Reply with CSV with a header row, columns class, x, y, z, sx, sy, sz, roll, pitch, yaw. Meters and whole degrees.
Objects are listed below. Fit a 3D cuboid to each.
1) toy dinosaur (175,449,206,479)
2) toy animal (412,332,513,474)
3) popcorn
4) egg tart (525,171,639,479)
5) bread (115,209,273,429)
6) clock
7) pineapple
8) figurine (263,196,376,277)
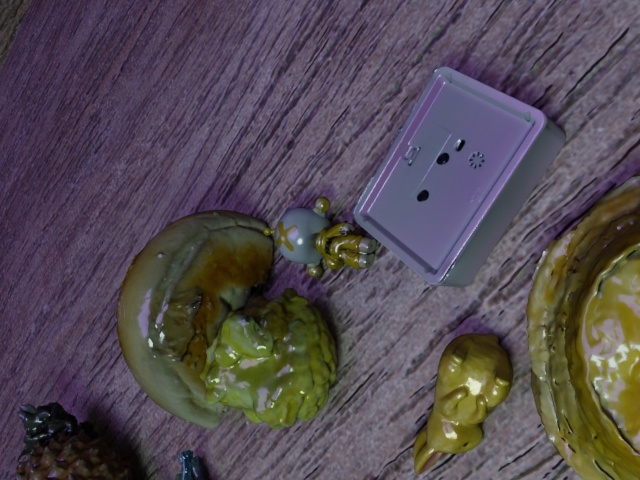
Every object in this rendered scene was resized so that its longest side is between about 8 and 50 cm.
class,x,y,z,sx,sy,sz,roll,pitch,yaw
toy dinosaur,-0.196,0.401,0.826,0.363,0.077,0.147,-41,63,25
toy animal,0.137,0.173,0.575,0.070,0.083,0.159,24,112,17
popcorn,-0.066,0.149,0.703,0.174,0.142,0.173,0,84,-1
egg tart,0.293,0.079,0.399,0.341,0.129,0.340,-12,72,42
bread,-0.195,0.104,0.802,0.171,0.192,0.313,2,84,42
clock,0.140,-0.067,0.611,0.150,0.063,0.197,43,111,39
pineapple,-0.442,0.403,0.983,0.357,0.223,0.222,38,108,49
figurine,0.001,0.005,0.731,0.143,0.068,0.101,40,117,23
